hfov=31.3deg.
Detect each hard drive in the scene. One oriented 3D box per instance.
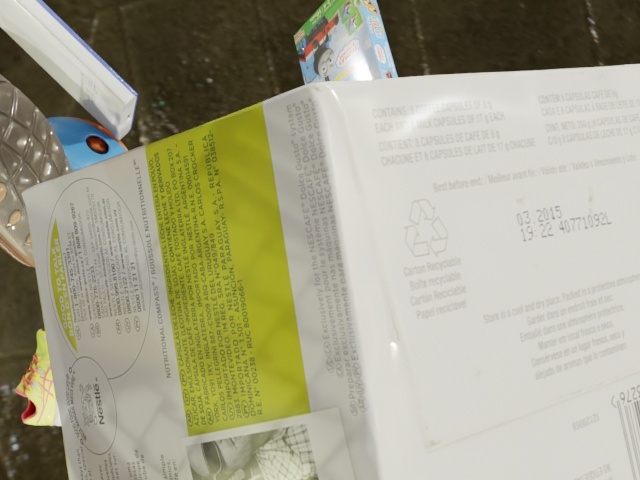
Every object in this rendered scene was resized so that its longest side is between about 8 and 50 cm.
[{"bbox_3d":[-0.461,-0.331,2.057,0.319,0.210,0.040,44,72,0],"label":"hard drive"}]

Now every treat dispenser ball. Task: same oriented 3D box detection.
[{"bbox_3d":[-0.483,-0.090,2.163,0.288,0.288,0.288,0,91,24],"label":"treat dispenser ball"}]

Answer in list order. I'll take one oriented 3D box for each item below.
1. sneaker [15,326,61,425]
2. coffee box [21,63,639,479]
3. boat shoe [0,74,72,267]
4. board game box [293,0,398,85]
[{"bbox_3d":[-0.548,0.271,2.231,0.081,0.094,0.208,-155,63,-61],"label":"sneaker"},{"bbox_3d":[0.039,0.085,0.792,0.334,0.338,0.338,-12,88,49],"label":"coffee box"},{"bbox_3d":[-0.364,-0.110,1.148,0.116,0.123,0.324,-23,104,44],"label":"boat shoe"},{"bbox_3d":[0.036,-0.258,1.664,0.160,0.039,0.211,-41,53,43],"label":"board game box"}]
